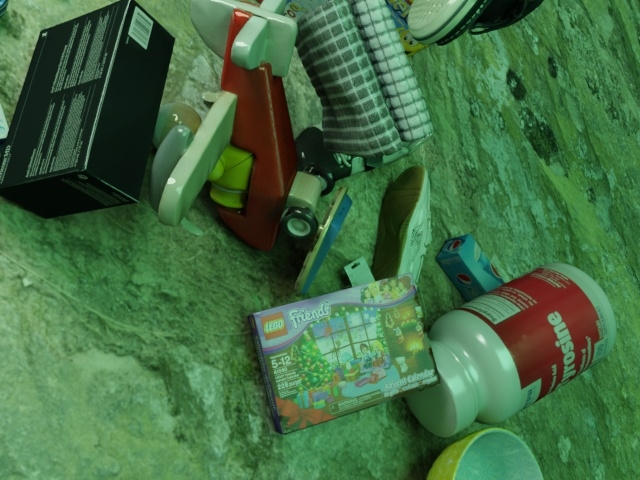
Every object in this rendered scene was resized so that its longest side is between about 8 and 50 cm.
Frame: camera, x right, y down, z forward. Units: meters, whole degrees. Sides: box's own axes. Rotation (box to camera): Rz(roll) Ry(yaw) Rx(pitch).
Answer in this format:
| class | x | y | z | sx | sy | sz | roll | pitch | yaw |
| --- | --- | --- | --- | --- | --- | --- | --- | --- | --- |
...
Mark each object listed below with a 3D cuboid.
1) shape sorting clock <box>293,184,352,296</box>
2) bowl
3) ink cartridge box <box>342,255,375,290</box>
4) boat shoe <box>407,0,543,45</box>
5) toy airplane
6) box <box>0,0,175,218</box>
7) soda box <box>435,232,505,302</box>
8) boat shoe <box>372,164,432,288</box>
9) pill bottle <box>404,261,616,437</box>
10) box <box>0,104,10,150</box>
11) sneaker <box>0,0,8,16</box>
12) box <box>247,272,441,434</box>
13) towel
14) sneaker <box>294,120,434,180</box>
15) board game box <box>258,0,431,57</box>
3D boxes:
| class | x | y | z | sx | sy | sz | roll | pitch | yaw |
| --- | --- | --- | --- | --- | --- | --- | --- | --- | --- |
| shape sorting clock | 0.000 | 0.000 | 1.210 | 0.040 | 0.206 | 0.206 | 28 | 56 | 0 |
| bowl | 0.277 | 0.498 | 1.321 | 0.289 | 0.156 | 0.290 | 14 | 68 | -38 |
| ink cartridge box | 0.077 | 0.094 | 1.351 | 0.063 | 0.029 | 0.115 | -28 | 95 | -42 |
| boat shoe | 0.300 | -0.434 | 1.193 | 0.156 | 0.186 | 0.500 | 51 | 45 | -11 |
| toy airplane | -0.142 | -0.186 | 1.076 | 0.386 | 0.272 | 0.385 | 16 | 77 | -73 |
| box | -0.317 | -0.175 | 0.965 | 0.103 | 0.184 | 0.261 | 39 | 52 | -53 |
| soda box | 0.346 | 0.089 | 1.565 | 0.210 | 0.067 | 0.071 | 52 | 50 | -19 |
| boat shoe | 0.178 | -0.015 | 1.433 | 0.096 | 0.098 | 0.277 | 30 | 67 | -34 |
| pill bottle | 0.360 | 0.213 | 1.394 | 0.407 | 0.229 | 0.229 | -22 | 93 | -26 |
| box | -0.470 | -0.177 | 0.948 | 0.081 | 0.028 | 0.136 | -19 | 89 | -43 |
| sneaker | -0.478 | -0.309 | 0.957 | 0.053 | 0.059 | 0.144 | 51 | 52 | -20 |
| box | 0.042 | 0.185 | 1.200 | 0.293 | 0.057 | 0.201 | -13 | 85 | -19 |
| towel | 0.046 | -0.247 | 1.094 | 0.121 | 0.283 | 0.235 | -27 | 103 | -7 |
| sneaker | 0.089 | -0.195 | 1.372 | 0.330 | 0.146 | 0.123 | -23 | 94 | -42 |
| board game box | 0.070 | -0.461 | 1.323 | 0.308 | 0.302 | 0.086 | 37 | 56 | -28 |
